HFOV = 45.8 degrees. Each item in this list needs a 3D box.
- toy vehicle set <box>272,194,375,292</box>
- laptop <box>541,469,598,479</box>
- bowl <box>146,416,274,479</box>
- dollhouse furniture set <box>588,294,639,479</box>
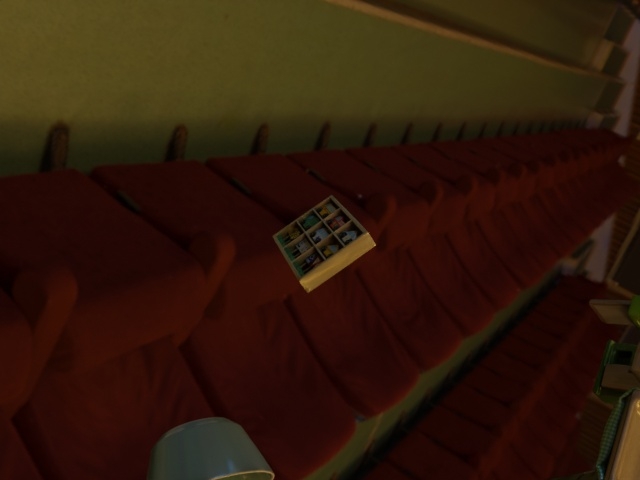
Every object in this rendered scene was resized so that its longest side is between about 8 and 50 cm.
[{"bbox_3d":[0.000,0.000,1.594,0.166,0.267,0.035,-36,115,-1],"label":"toy vehicle set"},{"bbox_3d":[0.427,0.536,1.300,0.408,0.236,0.382,-42,175,-30],"label":"laptop"},{"bbox_3d":[-0.279,0.529,1.798,0.312,0.163,0.311,-15,151,-8],"label":"bowl"},{"bbox_3d":[0.429,0.253,1.101,0.197,0.151,0.301,44,61,-34],"label":"dollhouse furniture set"}]
